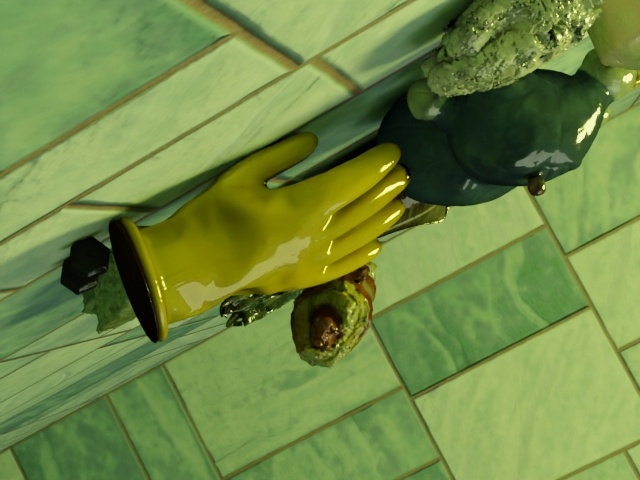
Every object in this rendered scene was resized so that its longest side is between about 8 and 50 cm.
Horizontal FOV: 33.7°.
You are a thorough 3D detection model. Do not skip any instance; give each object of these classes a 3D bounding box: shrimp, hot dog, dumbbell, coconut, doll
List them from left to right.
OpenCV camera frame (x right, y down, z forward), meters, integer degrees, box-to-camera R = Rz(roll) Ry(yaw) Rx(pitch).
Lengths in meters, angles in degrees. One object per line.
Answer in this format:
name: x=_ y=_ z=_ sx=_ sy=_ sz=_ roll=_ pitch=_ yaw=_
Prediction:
dumbbell: x=-0.223 y=0.024 z=1.000 sx=0.040 sy=0.036 sz=0.083 roll=-24 pitch=174 yaw=-25
shrimp: x=0.000 y=0.000 z=1.465 sx=0.445 sy=0.085 sz=0.272 roll=-39 pitch=179 yaw=-41
hot dog: x=0.017 y=0.087 z=1.487 sx=0.146 sy=0.103 sz=0.213 roll=-55 pitch=-171 yaw=18
doll: x=0.169 y=-0.114 z=1.071 sx=0.228 sy=0.154 sz=0.258 roll=0 pitch=179 yaw=-24
coconut: x=0.290 y=-0.206 z=0.934 sx=0.116 sy=0.122 sz=0.116 roll=-27 pitch=176 yaw=-2

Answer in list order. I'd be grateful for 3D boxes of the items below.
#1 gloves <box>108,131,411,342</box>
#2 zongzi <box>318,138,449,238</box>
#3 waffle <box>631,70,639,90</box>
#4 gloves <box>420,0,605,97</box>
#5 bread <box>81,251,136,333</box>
gloves: x=-0.041 y=-0.009 z=1.007 sx=0.294 sy=0.116 sz=0.133 roll=-20 pitch=145 yaw=-19
zongzi: x=0.060 y=-0.079 z=1.240 sx=0.247 sy=0.111 sz=0.241 roll=-20 pitch=155 yaw=-22
waffle: x=0.451 y=-0.241 z=1.837 sx=0.249 sy=0.056 sz=0.253 roll=-23 pitch=171 yaw=-43
gloves: x=0.154 y=-0.169 z=0.872 sx=0.153 sy=0.070 sz=0.114 roll=-27 pitch=176 yaw=8
bread: x=-0.200 y=0.046 z=1.198 sx=0.172 sy=0.064 sz=0.232 roll=-31 pitch=173 yaw=9
